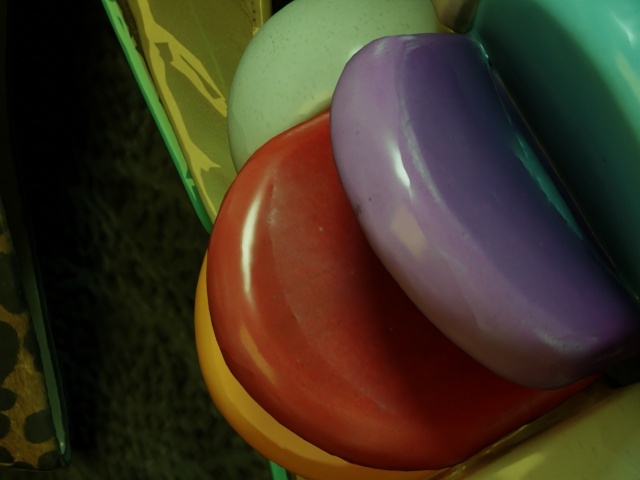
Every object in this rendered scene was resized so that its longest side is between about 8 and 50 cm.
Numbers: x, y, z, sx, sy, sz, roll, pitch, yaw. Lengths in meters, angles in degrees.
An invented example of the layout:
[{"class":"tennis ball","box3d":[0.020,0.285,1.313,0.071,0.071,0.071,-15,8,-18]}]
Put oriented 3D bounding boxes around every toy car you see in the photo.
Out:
[{"class":"toy car","box3d":[0.042,-0.006,0.455,0.182,0.136,0.159,-38,76,36]}]

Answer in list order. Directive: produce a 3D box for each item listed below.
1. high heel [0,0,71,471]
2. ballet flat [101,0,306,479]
[{"class":"high heel","box3d":[-0.082,-0.049,0.645,0.261,0.093,0.186,-41,101,20]},{"class":"ballet flat","box3d":[0.000,0.000,0.575,0.073,0.080,0.232,-19,94,6]}]
